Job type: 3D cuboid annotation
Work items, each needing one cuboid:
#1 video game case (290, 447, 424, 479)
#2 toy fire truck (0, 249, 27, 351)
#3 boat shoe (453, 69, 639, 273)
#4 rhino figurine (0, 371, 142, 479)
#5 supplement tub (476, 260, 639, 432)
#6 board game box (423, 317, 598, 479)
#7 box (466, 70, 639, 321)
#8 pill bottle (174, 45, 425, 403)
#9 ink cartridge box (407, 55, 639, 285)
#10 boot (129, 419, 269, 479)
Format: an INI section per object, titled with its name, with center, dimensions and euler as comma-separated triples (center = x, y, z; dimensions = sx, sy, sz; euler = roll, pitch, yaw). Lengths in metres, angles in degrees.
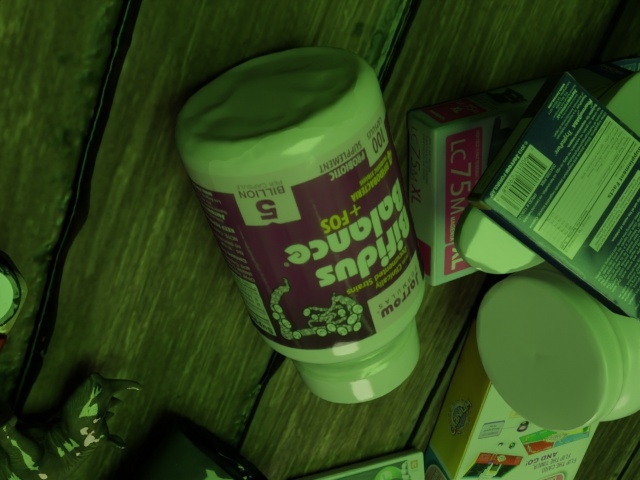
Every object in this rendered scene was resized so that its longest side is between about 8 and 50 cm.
[video game case]
center = 0.052, 0.366, 0.961
dimensions = 0.190, 0.022, 0.173
euler = -7, 94, -26
[toy fire truck]
center = -0.365, 0.080, 0.550
dimensions = 0.217, 0.158, 0.246
euler = 23, 93, -37
[boat shoe]
center = 0.227, -0.070, 0.743
dimensions = 0.267, 0.088, 0.096
euler = -45, 103, -7
[rhino figurine]
center = -0.273, 0.192, 0.694
dimensions = 0.243, 0.073, 0.106
euler = -29, 123, -14
[supplement tub]
center = 0.328, 0.084, 0.853
dimensions = 0.272, 0.191, 0.191
euler = -17, 124, -32
[board game box]
center = 0.267, 0.250, 1.032
dimensions = 0.242, 0.064, 0.316
euler = 2, 115, -30
[box]
center = 0.255, -0.027, 0.687
dimensions = 0.225, 0.036, 0.136
euler = 35, 86, -14
[pill bottle]
center = 0.000, 0.000, 0.677
dimensions = 0.169, 0.169, 0.301
euler = -29, 126, -13
[ink cartridge box]
center = 0.240, -0.081, 0.836
dimensions = 0.311, 0.065, 0.185
euler = -18, 124, -21
[boot]
center = -0.265, 0.356, 0.743
dimensions = 0.445, 0.146, 0.367
euler = -43, 132, 0
